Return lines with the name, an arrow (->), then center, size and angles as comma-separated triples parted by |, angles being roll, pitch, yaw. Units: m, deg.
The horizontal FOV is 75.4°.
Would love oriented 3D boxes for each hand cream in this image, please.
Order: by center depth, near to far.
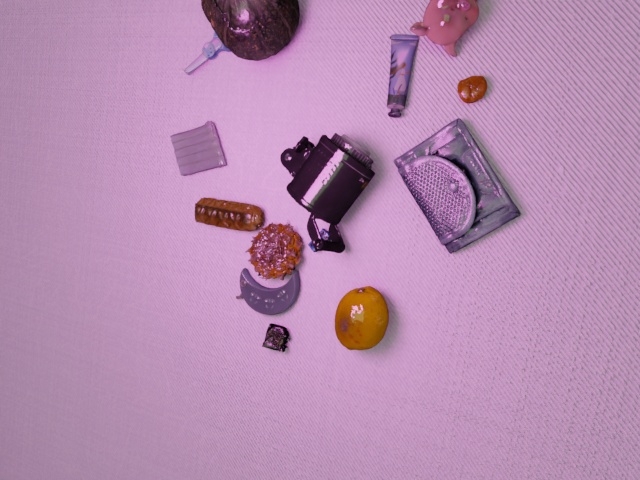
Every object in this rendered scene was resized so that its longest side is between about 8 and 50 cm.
hand cream -> 0.244, -0.512, 1.285 | 0.088, 0.055, 0.256 | 8, 89, 15

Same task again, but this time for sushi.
sushi -> -0.150, 0.345, 1.469 | 0.084, 0.056, 0.083 | 13, 90, 20

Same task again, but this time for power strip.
power strip -> -0.193, 0.181, 1.475 | 0.253, 0.054, 0.168 | -1, 91, 19

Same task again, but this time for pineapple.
pineapple -> -0.163, 0.032, 1.419 | 0.224, 0.076, 0.225 | -5, 72, 17

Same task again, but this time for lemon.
lemon -> 0.129, 0.247, 1.304 | 0.169, 0.170, 0.208 | 12, 103, 19

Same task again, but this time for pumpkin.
pumpkin -> -0.234, -0.761, 1.327 | 0.291, 0.257, 0.328 | -42, 84, 4

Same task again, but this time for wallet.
wallet -> 0.396, -0.159, 1.234 | 0.237, 0.075, 0.342 | -32, 82, 22

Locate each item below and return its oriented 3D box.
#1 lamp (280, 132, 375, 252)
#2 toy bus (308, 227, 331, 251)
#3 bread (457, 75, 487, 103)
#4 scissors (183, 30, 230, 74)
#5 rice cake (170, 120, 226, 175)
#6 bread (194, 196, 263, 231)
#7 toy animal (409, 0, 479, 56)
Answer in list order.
lamp -> 0.042, -0.186, 1.286 | 0.272, 0.205, 0.374 | -35, 70, 22
toy bus -> 0.000, 0.000, 1.403 | 0.083, 0.038, 0.046 | -46, 75, 16
bread -> 0.443, -0.442, 1.213 | 0.083, 0.046, 0.081 | 20, 97, 19
scissors -> -0.400, -0.694, 1.516 | 0.256, 0.030, 0.125 | -35, 82, 15
rice cake -> -0.458, -0.340, 1.553 | 0.198, 0.037, 0.190 | -18, 87, 20
bread -> -0.327, -0.094, 1.493 | 0.269, 0.098, 0.087 | 10, 138, 19
toy animal -> 0.372, -0.677, 1.169 | 0.166, 0.154, 0.250 | 21, 95, -5
